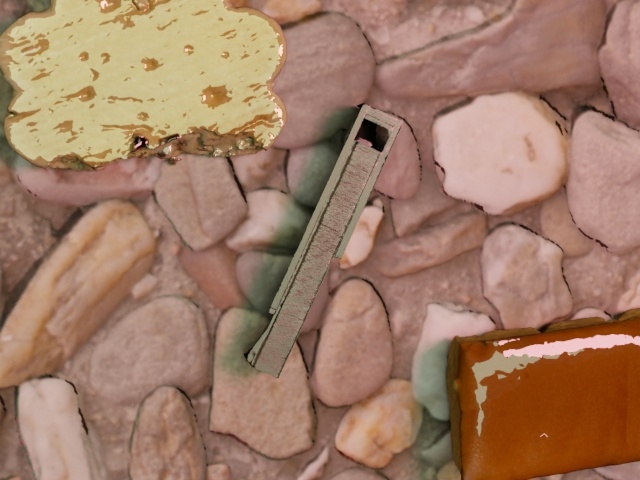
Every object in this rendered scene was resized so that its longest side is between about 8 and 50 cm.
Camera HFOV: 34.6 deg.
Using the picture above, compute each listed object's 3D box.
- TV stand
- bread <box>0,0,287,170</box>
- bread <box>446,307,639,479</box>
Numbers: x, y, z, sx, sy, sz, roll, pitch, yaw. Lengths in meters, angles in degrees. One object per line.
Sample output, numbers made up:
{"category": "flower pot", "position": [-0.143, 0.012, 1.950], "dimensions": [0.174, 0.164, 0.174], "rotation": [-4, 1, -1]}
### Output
{"category": "TV stand", "position": [0.000, 0.000, 0.937], "dimensions": [0.040, 0.049, 0.256], "rotation": [24, 91, -9]}
{"category": "bread", "position": [-0.154, -0.155, 0.903], "dimensions": [0.251, 0.039, 0.181], "rotation": [-5, 95, -9]}
{"category": "bread", "position": [0.295, 0.136, 0.983], "dimensions": [0.361, 0.077, 0.138], "rotation": [-7, 97, -9]}
